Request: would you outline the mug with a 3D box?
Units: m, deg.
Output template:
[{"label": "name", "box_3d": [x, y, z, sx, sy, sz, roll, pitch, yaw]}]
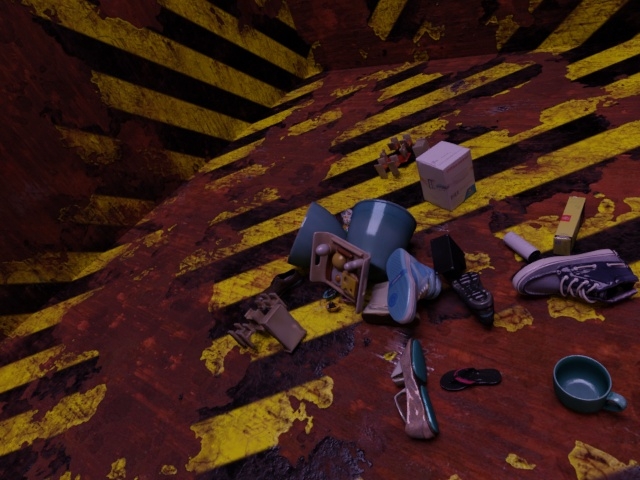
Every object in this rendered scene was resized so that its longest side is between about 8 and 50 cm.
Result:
[{"label": "mug", "box_3d": [0.691, 0.394, 1.123, 0.130, 0.097, 0.157, -19, 39, 6]}]

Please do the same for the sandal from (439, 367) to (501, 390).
[{"label": "sandal", "box_3d": [0.446, 0.407, 1.285, 0.179, 0.040, 0.067, -13, 39, 15]}]

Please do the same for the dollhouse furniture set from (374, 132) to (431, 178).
[{"label": "dollhouse furniture set", "box_3d": [0.445, -0.434, 2.244, 0.259, 0.135, 0.262, -6, 40, 39]}]

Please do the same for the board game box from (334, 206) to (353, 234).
[{"label": "board game box", "box_3d": [0.154, -0.067, 2.014, 0.136, 0.030, 0.259, -19, 38, 3]}]

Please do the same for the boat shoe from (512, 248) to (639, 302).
[{"label": "boat shoe", "box_3d": [0.802, 0.132, 1.347, 0.341, 0.127, 0.158, -17, 31, 8]}]

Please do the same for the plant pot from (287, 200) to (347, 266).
[{"label": "plant pot", "box_3d": [0.000, 0.000, 1.855, 0.196, 0.290, 0.290, 22, 48, -1]}]

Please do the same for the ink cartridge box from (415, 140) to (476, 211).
[{"label": "ink cartridge box", "box_3d": [0.555, -0.287, 1.891, 0.171, 0.232, 0.168, -36, 39, -15]}]

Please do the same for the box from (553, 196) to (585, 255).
[{"label": "box", "box_3d": [0.904, -0.055, 1.552, 0.058, 0.087, 0.232, 12, 52, 38]}]

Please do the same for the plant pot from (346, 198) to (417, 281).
[{"label": "plant pot", "box_3d": [0.221, 0.015, 1.709, 0.272, 0.271, 0.255, 4, 60, 32]}]

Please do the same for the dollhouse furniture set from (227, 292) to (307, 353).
[{"label": "dollhouse furniture set", "box_3d": [-0.196, 0.336, 1.672, 0.242, 0.161, 0.212, -11, 34, 53]}]

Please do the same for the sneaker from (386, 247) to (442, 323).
[{"label": "sneaker", "box_3d": [0.343, 0.179, 1.484, 0.127, 0.208, 0.319, -49, 21, 38]}]

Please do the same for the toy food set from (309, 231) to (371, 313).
[{"label": "toy food set", "box_3d": [0.064, 0.116, 1.618, 0.093, 0.219, 0.306, -9, 25, -33]}]

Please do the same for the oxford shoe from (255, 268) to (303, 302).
[{"label": "oxford shoe", "box_3d": [-0.190, 0.191, 1.837, 0.227, 0.096, 0.083, -35, 41, -11]}]

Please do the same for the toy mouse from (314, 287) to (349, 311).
[{"label": "toy mouse", "box_3d": [0.070, 0.225, 1.709, 0.161, 0.031, 0.143, -6, 42, 22]}]

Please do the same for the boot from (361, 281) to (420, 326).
[{"label": "boot", "box_3d": [0.270, 0.228, 1.565, 0.213, 0.077, 0.165, -1, 41, 29]}]

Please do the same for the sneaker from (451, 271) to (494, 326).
[{"label": "sneaker", "box_3d": [0.521, 0.194, 1.461, 0.101, 0.106, 0.267, -22, 17, 12]}]

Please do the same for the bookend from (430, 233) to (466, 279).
[{"label": "bookend", "box_3d": [0.477, 0.085, 1.568, 0.072, 0.157, 0.156, -24, 45, 31]}]

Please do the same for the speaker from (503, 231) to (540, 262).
[{"label": "speaker", "box_3d": [0.738, 0.022, 1.573, 0.055, 0.055, 0.136, -28, 38, -5]}]

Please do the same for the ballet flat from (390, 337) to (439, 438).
[{"label": "ballet flat", "box_3d": [0.270, 0.440, 1.296, 0.106, 0.107, 0.316, -25, 35, 21]}]
